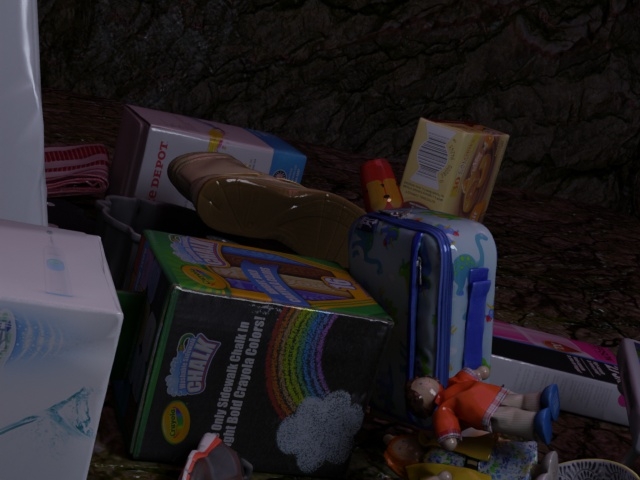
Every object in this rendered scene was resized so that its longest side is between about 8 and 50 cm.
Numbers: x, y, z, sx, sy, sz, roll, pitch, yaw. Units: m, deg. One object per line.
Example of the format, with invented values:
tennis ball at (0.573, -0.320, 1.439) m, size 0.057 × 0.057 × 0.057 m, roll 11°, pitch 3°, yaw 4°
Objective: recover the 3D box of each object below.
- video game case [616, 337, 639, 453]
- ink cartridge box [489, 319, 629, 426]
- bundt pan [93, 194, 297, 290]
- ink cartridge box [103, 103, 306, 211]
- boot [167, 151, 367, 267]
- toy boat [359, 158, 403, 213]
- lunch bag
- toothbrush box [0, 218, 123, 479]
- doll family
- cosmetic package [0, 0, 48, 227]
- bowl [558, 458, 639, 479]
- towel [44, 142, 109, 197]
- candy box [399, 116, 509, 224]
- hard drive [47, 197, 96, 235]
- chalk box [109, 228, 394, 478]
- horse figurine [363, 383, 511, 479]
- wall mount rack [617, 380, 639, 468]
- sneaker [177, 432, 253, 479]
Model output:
video game case at (0.478, 0.204, 1.068) m, size 0.328 × 0.036 × 0.300 m, roll 17°, pitch 14°, yaw 9°
ink cartridge box at (0.334, 0.186, 1.470) m, size 0.370 × 0.069 × 0.176 m, roll 16°, pitch 13°, yaw -6°
bundt pan at (-0.135, 0.058, 1.276) m, size 0.330 × 0.124 × 0.331 m, roll 19°, pitch 9°, yaw -3°
ink cartridge box at (-0.200, -0.093, 1.719) m, size 0.270 × 0.198 × 0.197 m, roll 10°, pitch 14°, yaw -25°
boot at (-0.066, -0.046, 1.382) m, size 0.261 × 0.095 × 0.203 m, roll 13°, pitch 10°, yaw -25°
toy boat at (0.000, 0.000, 1.541) m, size 0.318 × 0.148 × 0.267 m, roll -24°, pitch -16°, yaw 37°
lunch bag at (0.103, 0.077, 1.072) m, size 0.090 × 0.219 × 0.176 m, roll -5°, pitch 14°, yaw -31°
toothbrush box at (-0.235, 0.132, 0.504) m, size 0.216 × 0.296 × 0.126 m, roll 11°, pitch 13°, yaw -20°
doll family at (0.100, 0.223, 0.869) m, size 0.163 × 0.118 × 0.263 m, roll 2°, pitch 36°, yaw 29°
cosmetic package at (-0.425, -0.100, 0.929) m, size 0.327 × 0.330 × 0.393 m, roll -3°, pitch 7°, yaw -19°
bowl at (0.209, 0.269, 0.861) m, size 0.080 × 0.170 × 0.170 m, roll 59°, pitch 10°, yaw -16°
towel at (-0.477, -0.123, 1.740) m, size 0.237 × 0.037 × 0.329 m, roll -5°, pitch 17°, yaw -10°
candy box at (0.184, -0.029, 1.622) m, size 0.087 × 0.317 × 0.183 m, roll 24°, pitch 15°, yaw 28°
hard drive at (-0.401, 0.009, 1.357) m, size 0.236 × 0.064 × 0.339 m, roll 23°, pitch 14°, yaw 31°
chalk box at (-0.107, 0.106, 1.025) m, size 0.288 × 0.180 × 0.179 m, roll 12°, pitch 13°, yaw -21°
horse figurine at (0.143, 0.218, 1.100) m, size 0.174 × 0.066 × 0.263 m, roll 7°, pitch 11°, yaw -7°
wall mount rack at (0.439, 0.275, 1.087) m, size 0.350 × 0.131 × 0.304 m, roll 25°, pitch 12°, yaw 36°
sneaker at (-0.088, 0.211, 0.877) m, size 0.064 × 0.061 × 0.158 m, roll 24°, pitch 15°, yaw 2°
